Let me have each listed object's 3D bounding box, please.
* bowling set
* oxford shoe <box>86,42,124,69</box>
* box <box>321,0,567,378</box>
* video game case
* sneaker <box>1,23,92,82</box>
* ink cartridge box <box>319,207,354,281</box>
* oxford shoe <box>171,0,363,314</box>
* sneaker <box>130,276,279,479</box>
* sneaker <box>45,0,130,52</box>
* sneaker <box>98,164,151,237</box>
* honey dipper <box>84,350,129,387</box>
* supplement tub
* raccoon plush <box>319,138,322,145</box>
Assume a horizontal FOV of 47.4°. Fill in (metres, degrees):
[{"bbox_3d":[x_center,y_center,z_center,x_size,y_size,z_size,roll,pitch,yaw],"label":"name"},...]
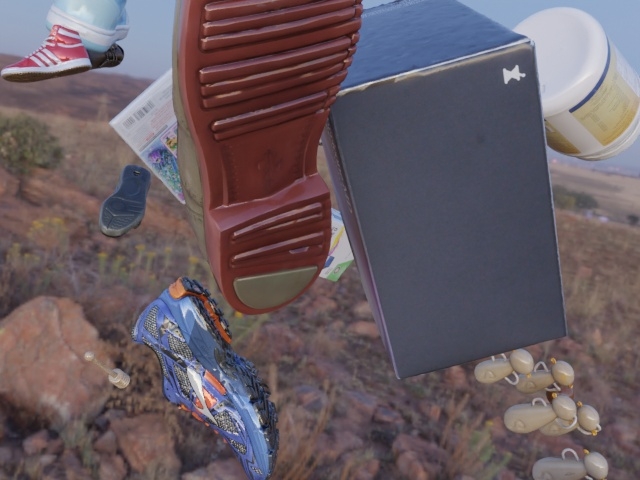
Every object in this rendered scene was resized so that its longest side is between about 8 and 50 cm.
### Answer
[{"bbox_3d":[0.446,0.296,1.374,0.200,0.287,0.154,-30,-3,-41],"label":"bowling set"},{"bbox_3d":[-0.486,-0.412,1.590,0.096,0.082,0.227,0,19,3],"label":"oxford shoe"},{"bbox_3d":[0.102,-0.074,0.751,0.183,0.296,0.294,-16,26,0],"label":"box"},{"bbox_3d":[-0.171,-0.152,0.959,0.143,0.157,0.019,51,-15,-28],"label":"video game case"},{"bbox_3d":[-0.383,-0.258,1.002,0.118,0.067,0.042,-16,1,-25],"label":"sneaker"},{"bbox_3d":[0.000,0.000,1.764,0.212,0.154,0.093,23,19,-51],"label":"ink cartridge box"},{"bbox_3d":[-0.060,-0.111,0.502,0.123,0.348,0.130,-14,41,-28],"label":"oxford shoe"},{"bbox_3d":[-0.111,0.147,0.735,0.087,0.221,0.083,-29,1,8],"label":"sneaker"},{"bbox_3d":[-0.347,-0.439,1.195,0.127,0.208,0.319,20,21,-22],"label":"sneaker"},{"bbox_3d":[-0.418,-0.052,1.547,0.087,0.130,0.227,14,34,-12],"label":"sneaker"},{"bbox_3d":[-0.403,0.240,1.366,0.031,0.030,0.160,13,-25,18],"label":"honey dipper"},{"bbox_3d":[0.516,-0.305,1.488,0.228,0.228,0.316,19,-3,43],"label":"supplement tub"},{"bbox_3d":[-0.132,-0.378,1.785,0.299,0.216,0.446,12,8,-19],"label":"raccoon plush"}]
